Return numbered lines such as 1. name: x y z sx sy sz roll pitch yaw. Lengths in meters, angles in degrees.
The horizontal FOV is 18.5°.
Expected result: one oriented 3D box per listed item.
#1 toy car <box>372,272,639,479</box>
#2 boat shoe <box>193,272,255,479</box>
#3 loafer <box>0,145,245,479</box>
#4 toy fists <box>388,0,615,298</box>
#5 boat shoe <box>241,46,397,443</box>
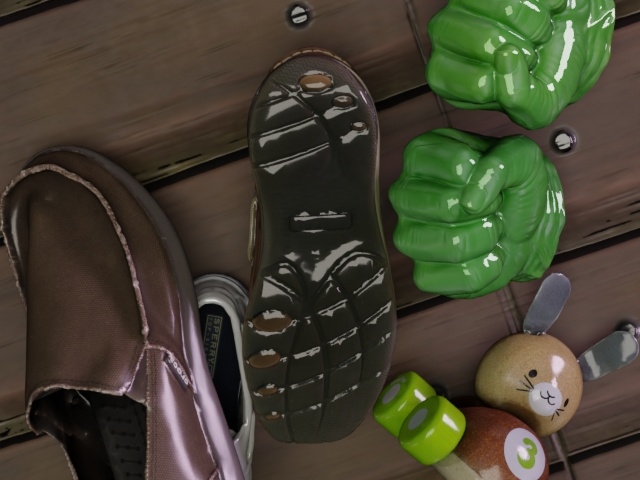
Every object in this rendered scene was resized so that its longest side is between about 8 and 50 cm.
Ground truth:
1. toy car: 0.166 0.126 1.565 0.155 0.149 0.188 41 89 -17
2. boat shoe: -0.100 0.158 1.604 0.095 0.084 0.258 1 101 2
3. loafer: -0.165 0.091 1.517 0.134 0.130 0.366 -33 73 31
4. toy fists: 0.137 -0.088 1.505 0.142 0.096 0.279 3 106 -40
5. boat shoe: 0.000 0.000 1.552 0.123 0.120 0.324 2 112 -2
